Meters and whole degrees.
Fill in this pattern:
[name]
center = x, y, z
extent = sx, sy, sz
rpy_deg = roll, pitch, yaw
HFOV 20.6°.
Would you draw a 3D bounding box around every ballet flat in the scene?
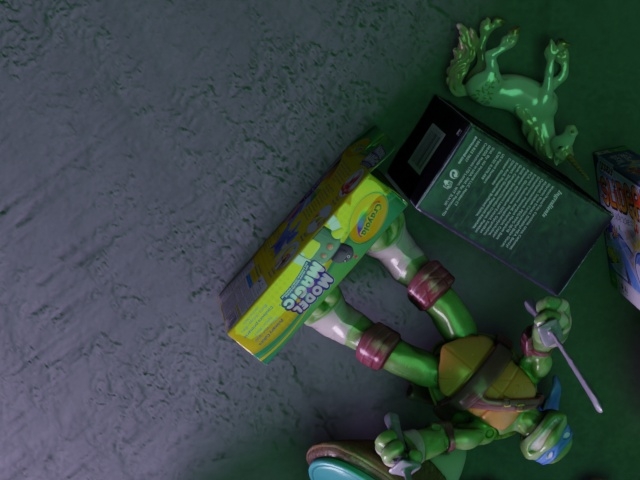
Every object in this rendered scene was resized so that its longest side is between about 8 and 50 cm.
[ballet flat]
center = 0.127, 0.269, 1.691
extent = 0.342, 0.116, 0.124
rpy_deg = 44, 59, -19

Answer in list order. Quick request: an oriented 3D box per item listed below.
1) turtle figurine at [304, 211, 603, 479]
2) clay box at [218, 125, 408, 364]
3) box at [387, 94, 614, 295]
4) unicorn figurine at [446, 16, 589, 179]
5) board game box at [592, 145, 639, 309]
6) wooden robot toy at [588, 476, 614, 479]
[turtle figurine]
center = 0.120, 0.109, 1.582
extent = 0.266, 0.275, 0.198
rpy_deg = 41, 122, 7
[clay box]
center = 0.000, 0.000, 1.599
extent = 0.053, 0.127, 0.222
rpy_deg = 41, 96, -15
[box]
center = 0.159, -0.043, 1.594
extent = 0.158, 0.156, 0.093
rpy_deg = 31, 98, -13
[unicorn figurine]
center = 0.191, -0.138, 1.632
extent = 0.162, 0.060, 0.111
rpy_deg = 20, 101, 5
[board game box]
center = 0.299, -0.001, 1.598
extent = 0.035, 0.201, 0.136
rpy_deg = -11, 104, -5
[wooden robot toy]
center = 0.293, 0.322, 1.725
extent = 0.079, 0.076, 0.173
rpy_deg = 4, 88, 32
